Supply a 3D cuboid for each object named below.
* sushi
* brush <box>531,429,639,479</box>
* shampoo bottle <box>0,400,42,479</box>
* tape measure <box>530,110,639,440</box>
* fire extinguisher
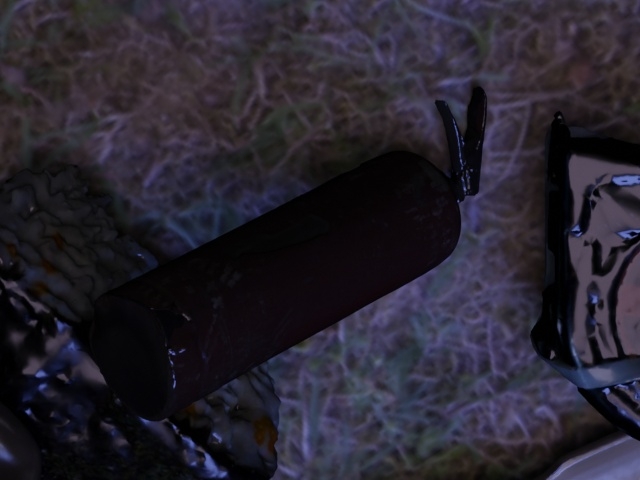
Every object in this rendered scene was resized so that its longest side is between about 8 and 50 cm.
[{"bbox_3d":[-0.128,0.074,1.001,0.126,0.136,0.225,-33,106,26],"label":"sushi"},{"bbox_3d":[0.116,0.168,1.081,0.321,0.050,0.060,-23,101,-3],"label":"brush"},{"bbox_3d":[-0.318,0.137,0.976,0.350,0.084,0.125,-9,149,29],"label":"shampoo bottle"},{"bbox_3d":[0.210,0.027,1.011,0.182,0.107,0.181,6,102,-2],"label":"tape measure"},{"bbox_3d":[0.000,0.000,0.965,0.267,0.072,0.089,-28,117,-34],"label":"fire extinguisher"}]
